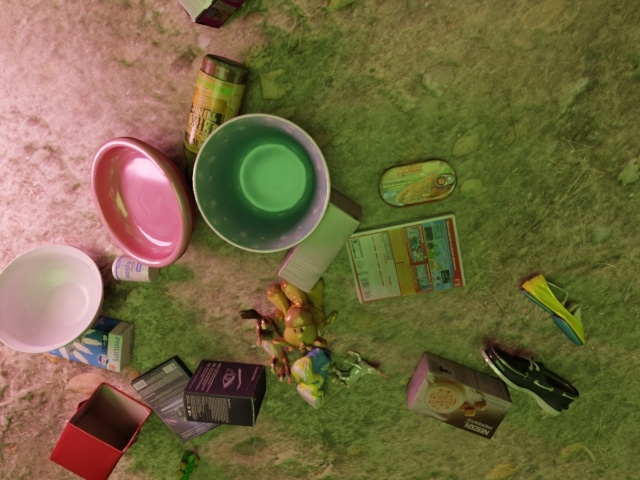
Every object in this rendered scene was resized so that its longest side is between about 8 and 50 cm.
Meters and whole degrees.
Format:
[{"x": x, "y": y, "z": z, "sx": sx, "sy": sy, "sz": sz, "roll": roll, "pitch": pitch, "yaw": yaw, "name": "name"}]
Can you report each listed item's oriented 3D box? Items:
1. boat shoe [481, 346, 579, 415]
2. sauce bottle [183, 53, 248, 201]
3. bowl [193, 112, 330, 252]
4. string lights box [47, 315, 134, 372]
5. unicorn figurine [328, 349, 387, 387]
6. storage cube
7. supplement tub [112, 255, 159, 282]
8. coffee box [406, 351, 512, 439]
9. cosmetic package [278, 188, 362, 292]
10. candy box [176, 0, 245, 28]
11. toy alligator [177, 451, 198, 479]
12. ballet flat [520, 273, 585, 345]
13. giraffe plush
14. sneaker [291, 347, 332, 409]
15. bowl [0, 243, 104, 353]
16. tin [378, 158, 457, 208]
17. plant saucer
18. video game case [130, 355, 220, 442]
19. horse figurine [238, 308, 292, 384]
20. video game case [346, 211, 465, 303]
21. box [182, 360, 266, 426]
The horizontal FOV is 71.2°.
[{"x": 0.566, "y": 0.359, "z": 1.205, "sx": 0.302, "sy": 0.114, "sz": 0.091, "roll": 33, "pitch": 112, "yaw": -18, "name": "boat shoe"}, {"x": -0.266, "y": -0.258, "z": 1.075, "sx": 0.111, "sy": 0.111, "sz": 0.345, "roll": 20, "pitch": 114, "yaw": 0, "name": "sauce bottle"}, {"x": -0.126, "y": -0.141, "z": 1.063, "sx": 0.310, "sy": 0.163, "sz": 0.312, "roll": 1, "pitch": 105, "yaw": 5, "name": "bowl"}, {"x": -0.709, "y": 0.295, "z": 1.356, "sx": 0.259, "sy": 0.077, "sz": 0.134, "roll": 14, "pitch": 110, "yaw": 2, "name": "string lights box"}, {"x": 0.106, "y": 0.377, "z": 1.299, "sx": 0.111, "sy": 0.060, "sz": 0.162, "roll": 38, "pitch": 126, "yaw": -8, "name": "unicorn figurine"}, {"x": -0.693, "y": 0.611, "z": 1.416, "sx": 0.214, "sy": 0.184, "sz": 0.193, "roll": 32, "pitch": 112, "yaw": -6, "name": "storage cube"}, {"x": -0.518, "y": 0.081, "z": 1.256, "sx": 0.107, "sy": 0.071, "sz": 0.071, "roll": 3, "pitch": 111, "yaw": 7, "name": "supplement tub"}, {"x": 0.384, "y": 0.435, "z": 1.256, "sx": 0.246, "sy": 0.098, "sz": 0.141, "roll": 21, "pitch": 112, "yaw": -1, "name": "coffee box"}, {"x": 0.000, "y": 0.000, "z": 1.129, "sx": 0.107, "sy": 0.127, "sz": 0.238, "roll": 30, "pitch": 110, "yaw": -6, "name": "cosmetic package"}, {"x": -0.179, "y": -0.555, "z": 0.927, "sx": 0.233, "sy": 0.159, "sz": 0.071, "roll": -36, "pitch": 103, "yaw": 17, "name": "candy box"}, {"x": -0.462, "y": 0.781, "z": 1.523, "sx": 0.051, "sy": 0.056, "sz": 0.190, "roll": 40, "pitch": 119, "yaw": 37, "name": "toy alligator"}, {"x": 0.617, "y": 0.174, "z": 1.147, "sx": 0.231, "sy": 0.077, "sz": 0.077, "roll": 42, "pitch": 93, "yaw": -7, "name": "ballet flat"}, {"x": -0.055, "y": 0.215, "z": 1.192, "sx": 0.181, "sy": 0.170, "sz": 0.210, "roll": -28, "pitch": 105, "yaw": 16, "name": "giraffe plush"}, {"x": -0.006, "y": 0.396, "z": 1.298, "sx": 0.091, "sy": 0.126, "sz": 0.240, "roll": 31, "pitch": 149, "yaw": 29, "name": "sneaker"}, {"x": -0.737, "y": 0.171, "z": 1.253, "sx": 0.297, "sy": 0.134, "sz": 0.298, "roll": 1, "pitch": 70, "yaw": -3, "name": "bowl"}, {"x": 0.236, "y": -0.141, "z": 1.095, "sx": 0.189, "sy": 0.040, "sz": 0.106, "roll": -8, "pitch": 113, "yaw": 10, "name": "tin"}, {"x": -0.436, "y": -0.098, "z": 1.125, "sx": 0.331, "sy": 0.084, "sz": 0.333, "roll": 14, "pitch": 118, "yaw": 26, "name": "plant saucer"}, {"x": -0.452, "y": 0.515, "z": 1.434, "sx": 0.196, "sy": 0.026, "sz": 0.274, "roll": -31, "pitch": 105, "yaw": 17, "name": "video game case"}, {"x": -0.141, "y": 0.291, "z": 1.254, "sx": 0.066, "sy": 0.174, "sz": 0.264, "roll": -26, "pitch": 97, "yaw": -3, "name": "horse figurine"}, {"x": 0.221, "y": 0.051, "z": 1.173, "sx": 0.284, "sy": 0.025, "sz": 0.204, "roll": -11, "pitch": 108, "yaw": 11, "name": "video game case"}, {"x": -0.277, "y": 0.447, "z": 1.317, "sx": 0.206, "sy": 0.153, "sz": 0.108, "roll": 3, "pitch": 111, "yaw": 7, "name": "box"}]
